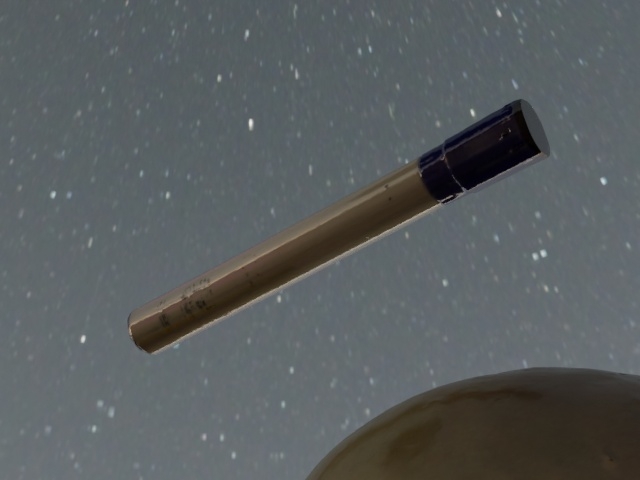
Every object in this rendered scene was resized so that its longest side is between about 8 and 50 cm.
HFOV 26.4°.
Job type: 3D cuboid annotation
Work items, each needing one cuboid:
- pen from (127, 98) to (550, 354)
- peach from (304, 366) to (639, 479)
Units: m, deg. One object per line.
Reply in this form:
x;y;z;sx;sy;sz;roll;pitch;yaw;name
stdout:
0.000;0.000;0.720;0.269;0.033;0.033;-28;-64;28;pen
0.112;0.186;0.581;0.292;0.292;0.247;-32;-44;13;peach
